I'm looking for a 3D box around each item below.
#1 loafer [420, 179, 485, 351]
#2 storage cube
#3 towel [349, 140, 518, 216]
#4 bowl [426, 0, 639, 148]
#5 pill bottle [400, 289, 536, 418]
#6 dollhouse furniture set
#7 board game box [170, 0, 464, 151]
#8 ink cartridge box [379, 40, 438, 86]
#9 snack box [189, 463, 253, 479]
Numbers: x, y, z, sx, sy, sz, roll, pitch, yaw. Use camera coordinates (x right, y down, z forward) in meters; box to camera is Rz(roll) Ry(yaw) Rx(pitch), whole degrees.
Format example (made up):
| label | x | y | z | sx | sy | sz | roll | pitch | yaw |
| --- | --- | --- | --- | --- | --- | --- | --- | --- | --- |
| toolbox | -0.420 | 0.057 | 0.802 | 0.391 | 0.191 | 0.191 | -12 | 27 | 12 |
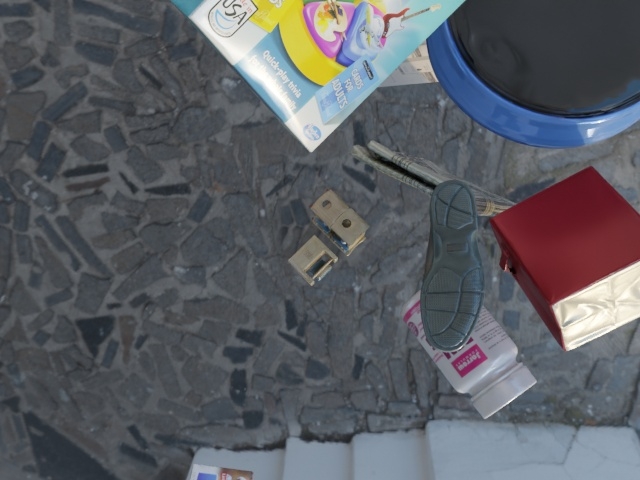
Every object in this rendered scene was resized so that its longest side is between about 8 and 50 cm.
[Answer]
| label | x | y | z | sx | sy | sz | roll | pitch | yaw |
| --- | --- | --- | --- | --- | --- | --- | --- | --- | --- |
| loafer | 0.208 | 0.042 | 0.904 | 0.096 | 0.084 | 0.267 | 5 | 80 | 6 |
| storage cube | 0.424 | 0.034 | 0.940 | 0.215 | 0.193 | 0.183 | -30 | 137 | 8 |
| towel | 0.262 | -0.133 | 1.226 | 0.324 | 0.312 | 0.056 | 32 | 109 | 35 |
| bowl | 0.362 | -0.338 | 0.876 | 0.392 | 0.077 | 0.390 | 0 | 77 | 2 |
| pill bottle | 0.316 | 0.223 | 1.223 | 0.160 | 0.160 | 0.283 | -47 | 66 | 25 |
| dollhouse furniture set | 0.000 | 0.000 | 1.316 | 0.184 | 0.129 | 0.129 | -44 | 81 | -8 |
| board game box | 0.034 | -0.295 | 0.631 | 0.336 | 0.079 | 0.254 | -44 | 146 | 4 |
| ink cartridge box | 0.228 | -0.446 | 1.195 | 0.283 | 0.207 | 0.117 | 6 | 156 | 38 |
| snack box | -0.110 | 0.314 | 0.549 | 0.064 | 0.178 | 0.022 | 10 | 148 | -6 |
